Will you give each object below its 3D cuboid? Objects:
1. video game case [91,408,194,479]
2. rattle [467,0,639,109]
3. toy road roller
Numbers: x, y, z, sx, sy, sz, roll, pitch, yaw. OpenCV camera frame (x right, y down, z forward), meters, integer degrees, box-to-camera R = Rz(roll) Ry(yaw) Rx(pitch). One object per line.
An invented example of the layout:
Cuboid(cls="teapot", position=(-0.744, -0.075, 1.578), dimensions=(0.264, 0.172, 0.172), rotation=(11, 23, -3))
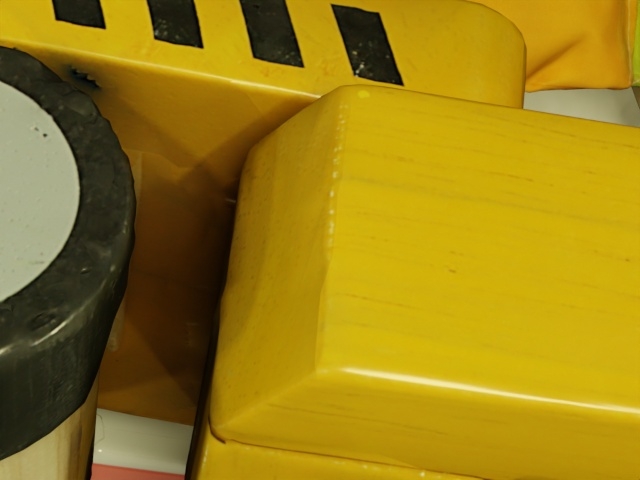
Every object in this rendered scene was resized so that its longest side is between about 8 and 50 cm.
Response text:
Cuboid(cls="video game case", position=(-0.029, 0.192, 0.680), dimensions=(0.025, 0.204, 0.285), rotation=(-110, 36, -54))
Cuboid(cls="rattle", position=(0.160, -0.054, 0.538), dimensions=(0.199, 0.143, 0.130), rotation=(38, 99, 31))
Cuboid(cls="toy road roller", position=(0.000, 0.000, 0.507), dimensions=(0.329, 0.240, 0.202), rotation=(11, 143, -3))
